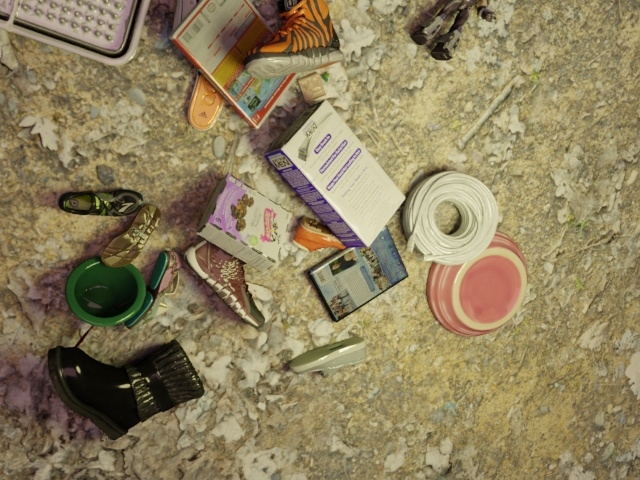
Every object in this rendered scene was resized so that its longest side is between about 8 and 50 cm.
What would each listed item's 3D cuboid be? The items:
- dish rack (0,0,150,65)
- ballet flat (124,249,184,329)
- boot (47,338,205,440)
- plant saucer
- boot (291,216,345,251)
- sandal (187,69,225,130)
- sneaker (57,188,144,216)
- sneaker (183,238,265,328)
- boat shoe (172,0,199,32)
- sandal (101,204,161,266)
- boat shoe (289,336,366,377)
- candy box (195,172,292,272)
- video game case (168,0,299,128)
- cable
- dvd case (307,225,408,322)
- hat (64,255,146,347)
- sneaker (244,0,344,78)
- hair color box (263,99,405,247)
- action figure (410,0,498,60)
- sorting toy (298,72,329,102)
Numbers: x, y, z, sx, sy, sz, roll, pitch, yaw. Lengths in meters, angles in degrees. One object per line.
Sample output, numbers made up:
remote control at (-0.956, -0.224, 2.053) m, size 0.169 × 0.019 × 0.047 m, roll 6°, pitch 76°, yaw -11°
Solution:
dish rack at (-0.535, -0.549, 1.230) m, size 0.333 × 0.072 × 0.285 m, roll 15°, pitch 96°, yaw -20°
ballet flat at (-0.400, 0.130, 1.433) m, size 0.079 × 0.077 × 0.221 m, roll 26°, pitch 93°, yaw -43°
boot at (-0.452, 0.316, 1.387) m, size 0.260 × 0.131 × 0.347 m, roll -27°, pitch 137°, yaw -5°
plant saucer at (0.478, 0.133, 1.707) m, size 0.333 × 0.084 × 0.331 m, roll -4°, pitch 104°, yaw -18°
boot at (0.000, 0.000, 1.543) m, size 0.158 × 0.059 × 0.084 m, roll 21°, pitch 115°, yaw -27°
sandal at (-0.241, -0.385, 1.359) m, size 0.102 × 0.076 × 0.265 m, roll 13°, pitch 98°, yaw -20°
sneaker at (-0.506, -0.082, 1.340) m, size 0.188 × 0.078 × 0.067 m, roll -2°, pitch 103°, yaw -19°
sneaker at (-0.198, 0.085, 1.467) m, size 0.162 × 0.106 × 0.281 m, roll -44°, pitch 111°, yaw -8°
boat shoe at (-0.276, -0.547, 1.301) m, size 0.076 × 0.083 × 0.226 m, roll 15°, pitch 112°, yaw 15°
sandal at (-0.453, -0.010, 1.395) m, size 0.072 × 0.049 × 0.180 m, roll 42°, pitch 73°, yaw -27°
boat shoe at (0.027, 0.339, 1.609) m, size 0.228 × 0.079 × 0.081 m, roll -16°, pitch 102°, yaw -17°
candy box at (-0.181, -0.043, 1.412) m, size 0.196 × 0.070 × 0.164 m, roll 32°, pitch 49°, yaw -22°
video game case at (-0.184, -0.427, 1.331) m, size 0.285 × 0.025 × 0.204 m, roll 46°, pitch 69°, yaw -35°
cable at (0.355, -0.060, 1.594) m, size 0.257 × 0.089 × 0.256 m, roll 6°, pitch 87°, yaw -9°
dvd case at (0.108, 0.093, 1.602) m, size 0.253 × 0.022 × 0.180 m, roll -32°, pitch 116°, yaw -9°
hat at (-0.547, 0.157, 1.412) m, size 0.209 × 0.183 × 0.173 m, roll -31°, pitch 83°, yaw -38°
sneaker at (-0.078, -0.478, 1.329) m, size 0.321 × 0.125 × 0.179 m, roll -31°, pitch 107°, yaw -52°
hair color box at (0.041, -0.160, 1.462) m, size 0.339 × 0.110 × 0.185 m, roll 48°, pitch 65°, yaw -22°
action figure at (0.366, -0.604, 1.498) m, size 0.185 × 0.099 × 0.285 m, roll 36°, pitch 86°, yaw -17°
sorting toy at (-0.010, -0.391, 1.467) m, size 0.083 × 0.012 × 0.062 m, roll -24°, pitch 104°, yaw -8°
